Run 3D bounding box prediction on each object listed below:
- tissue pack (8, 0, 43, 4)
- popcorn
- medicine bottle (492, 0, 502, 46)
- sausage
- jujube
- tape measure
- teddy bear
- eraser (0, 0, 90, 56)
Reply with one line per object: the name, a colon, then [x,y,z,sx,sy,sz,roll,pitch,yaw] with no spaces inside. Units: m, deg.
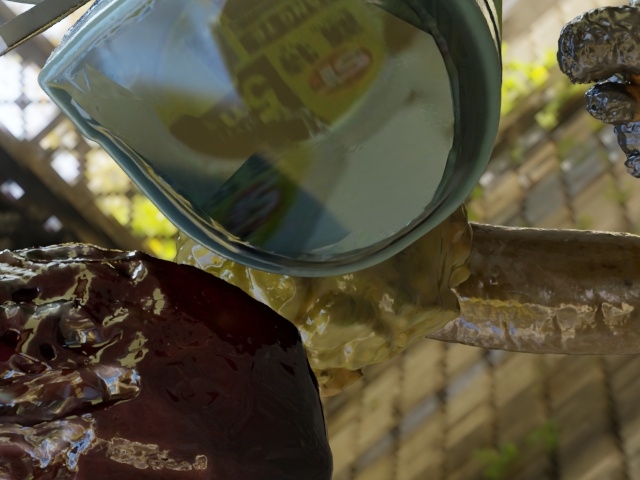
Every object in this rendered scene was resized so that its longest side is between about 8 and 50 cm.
tissue pack: [-0.301,-0.411,1.952,0.236,0.229,0.333,-12,-111,-23]
popcorn: [0.000,0.000,1.521,0.250,0.190,0.250,5,-97,-43]
medicine bottle: [0.105,-0.290,2.061,0.137,0.250,0.141,25,-141,37]
sausage: [0.101,0.027,1.840,0.501,0.136,0.123,10,168,9]
jujube: [-0.177,0.119,1.186,0.376,0.258,0.258,10,-162,0]
tape measure: [-0.015,-0.109,1.254,0.262,0.259,0.138,51,-160,-9]
teddy bear: [0.289,-0.148,1.635,0.140,0.177,0.190,18,144,23]
eraser: [-0.268,-0.195,1.761,0.150,0.104,0.023,-40,-79,-43]
